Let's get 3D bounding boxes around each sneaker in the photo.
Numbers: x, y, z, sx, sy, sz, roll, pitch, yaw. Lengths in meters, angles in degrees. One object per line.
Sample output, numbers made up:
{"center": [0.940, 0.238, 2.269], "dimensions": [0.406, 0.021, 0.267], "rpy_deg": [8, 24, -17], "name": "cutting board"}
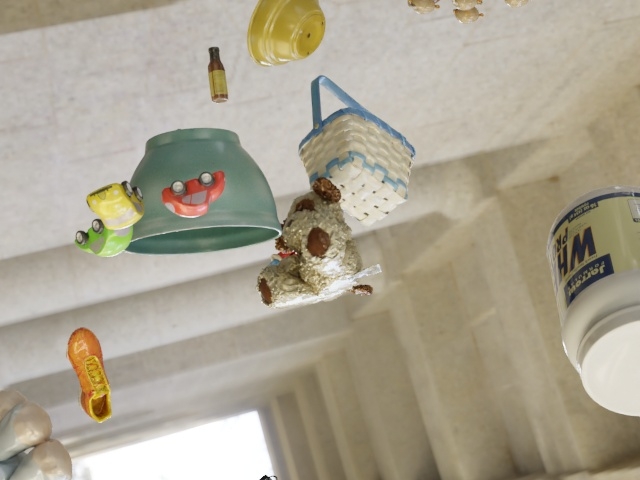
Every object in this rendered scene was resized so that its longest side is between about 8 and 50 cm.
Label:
{"center": [-0.376, 0.222, 1.777], "dimensions": [0.067, 0.064, 0.175], "rpy_deg": [22, -50, 44], "name": "sneaker"}

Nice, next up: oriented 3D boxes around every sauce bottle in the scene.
{"center": [-0.237, -0.381, 2.446], "dimensions": [0.042, 0.042, 0.128], "rpy_deg": [141, -56, -74], "name": "sauce bottle"}

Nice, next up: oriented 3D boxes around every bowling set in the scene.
{"center": [0.260, -0.486, 2.100], "dimensions": [0.200, 0.286, 0.154], "rpy_deg": [119, -23, -67], "name": "bowling set"}

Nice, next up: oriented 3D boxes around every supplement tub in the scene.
{"center": [0.490, 0.090, 1.682], "dimensions": [0.325, 0.235, 0.236], "rpy_deg": [-84, 174, -53], "name": "supplement tub"}

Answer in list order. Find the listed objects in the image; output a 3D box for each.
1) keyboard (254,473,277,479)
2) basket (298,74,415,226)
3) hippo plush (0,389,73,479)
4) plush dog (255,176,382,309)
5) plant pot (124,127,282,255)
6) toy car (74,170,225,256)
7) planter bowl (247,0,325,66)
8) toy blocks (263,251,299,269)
{"center": [-0.133, 0.447, 1.814], "dimensions": [0.038, 0.100, 0.192], "rpy_deg": [49, -38, 20], "name": "keyboard"}
{"center": [0.073, -0.198, 2.289], "dimensions": [0.201, 0.254, 0.289], "rpy_deg": [-32, -142, 37], "name": "basket"}
{"center": [-0.576, 0.389, 1.760], "dimensions": [0.294, 0.236, 0.235], "rpy_deg": [3, -75, 45], "name": "hippo plush"}
{"center": [0.000, 0.000, 2.118], "dimensions": [0.262, 0.210, 0.226], "rpy_deg": [-46, -134, 41], "name": "plush dog"}
{"center": [-0.225, -0.093, 1.946], "dimensions": [0.293, 0.292, 0.196], "rpy_deg": [143, -59, -74], "name": "plant pot"}
{"center": [-0.270, -0.026, 1.529], "dimensions": [0.225, 0.239, 0.053], "rpy_deg": [-30, -103, 39], "name": "toy car"}
{"center": [-0.053, -0.458, 2.303], "dimensions": [0.090, 0.217, 0.217], "rpy_deg": [32, -37, 27], "name": "planter bowl"}
{"center": [-0.048, 0.049, 2.404], "dimensions": [0.123, 0.148, 0.054], "rpy_deg": [29, -33, 35], "name": "toy blocks"}
